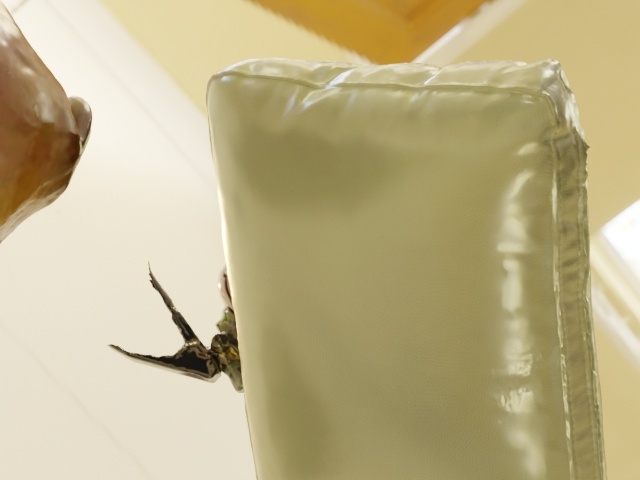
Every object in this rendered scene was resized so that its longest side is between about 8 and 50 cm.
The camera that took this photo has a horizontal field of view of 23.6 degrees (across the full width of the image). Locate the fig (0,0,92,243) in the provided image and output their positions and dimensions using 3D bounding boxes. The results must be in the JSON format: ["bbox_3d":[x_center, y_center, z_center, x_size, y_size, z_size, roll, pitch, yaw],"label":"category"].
[{"bbox_3d":[-0.261,-0.067,0.792,0.224,0.263,0.224,-9,-80,-58],"label":"fig"}]

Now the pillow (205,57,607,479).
[{"bbox_3d":[0.054,0.050,0.920,0.120,0.255,0.322,-31,-62,-50],"label":"pillow"}]

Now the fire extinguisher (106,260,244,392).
[{"bbox_3d":[0.000,0.000,1.142,0.138,0.344,0.102,50,171,14],"label":"fire extinguisher"}]
